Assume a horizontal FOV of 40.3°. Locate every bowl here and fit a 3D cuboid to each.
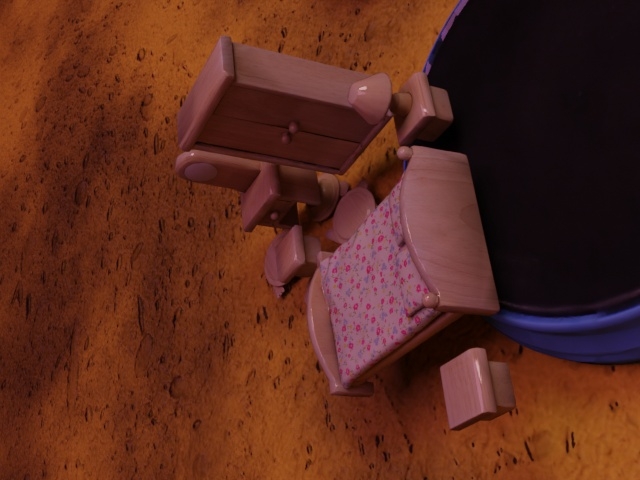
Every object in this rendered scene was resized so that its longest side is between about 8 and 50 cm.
[{"bbox_3d":[0.219,-0.102,0.678,0.391,0.077,0.391,-24,57,43],"label":"bowl"}]

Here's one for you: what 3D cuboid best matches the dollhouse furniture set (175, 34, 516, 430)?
[{"bbox_3d":[-0.023,0.022,0.751,0.303,0.173,0.356,-47,42,49],"label":"dollhouse furniture set"}]

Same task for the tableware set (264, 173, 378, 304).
[{"bbox_3d":[0.000,0.000,0.939,0.169,0.020,0.141,-61,38,12],"label":"tableware set"}]
